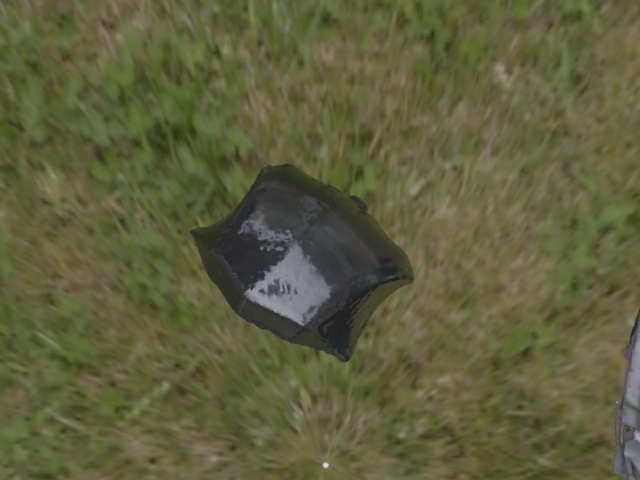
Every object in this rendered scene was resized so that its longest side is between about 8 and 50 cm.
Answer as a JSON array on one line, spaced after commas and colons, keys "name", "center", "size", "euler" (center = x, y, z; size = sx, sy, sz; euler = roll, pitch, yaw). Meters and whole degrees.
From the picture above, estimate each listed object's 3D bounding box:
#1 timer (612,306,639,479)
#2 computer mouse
[{"name": "timer", "center": [0.205, 0.055, 1.025], "size": [0.069, 0.208, 0.191], "euler": [13, 50, 18]}, {"name": "computer mouse", "center": [0.000, 0.000, 0.965], "size": [0.099, 0.172, 0.057], "euler": [37, 110, 8]}]
